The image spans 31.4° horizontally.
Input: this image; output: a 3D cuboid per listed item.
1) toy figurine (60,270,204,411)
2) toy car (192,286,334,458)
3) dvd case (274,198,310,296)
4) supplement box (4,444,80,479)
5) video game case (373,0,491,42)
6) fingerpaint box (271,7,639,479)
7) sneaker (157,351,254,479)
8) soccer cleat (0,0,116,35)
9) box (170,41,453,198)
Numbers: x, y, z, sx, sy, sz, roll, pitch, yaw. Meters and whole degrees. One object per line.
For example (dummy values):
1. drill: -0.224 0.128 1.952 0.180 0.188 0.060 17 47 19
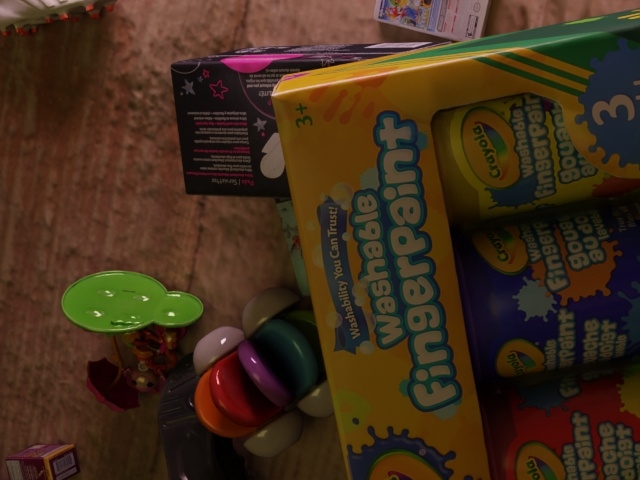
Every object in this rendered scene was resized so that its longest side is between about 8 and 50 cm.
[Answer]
1. toy figurine: -0.230 0.140 1.413 0.173 0.130 0.159 6 121 4
2. toy car: -0.062 0.150 1.268 0.182 0.136 0.159 -38 80 14
3. dvd case: 0.000 0.000 1.280 0.087 0.013 0.119 -11 95 32
4. supplement box: -0.379 0.307 1.555 0.083 0.055 0.043 -7 98 32
5. video game case: 0.116 -0.252 1.150 0.122 0.011 0.087 20 112 25
6. fingerpaint box: 0.181 0.048 0.986 0.371 0.163 0.444 -10 103 3
7. sneaker: -0.135 0.254 1.381 0.087 0.130 0.227 -13 67 9
8. soccer cleat: -0.324 -0.296 1.370 0.196 0.068 0.076 -4 97 34
9. box: -0.003 -0.123 1.163 0.247 0.163 0.142 5 107 29
